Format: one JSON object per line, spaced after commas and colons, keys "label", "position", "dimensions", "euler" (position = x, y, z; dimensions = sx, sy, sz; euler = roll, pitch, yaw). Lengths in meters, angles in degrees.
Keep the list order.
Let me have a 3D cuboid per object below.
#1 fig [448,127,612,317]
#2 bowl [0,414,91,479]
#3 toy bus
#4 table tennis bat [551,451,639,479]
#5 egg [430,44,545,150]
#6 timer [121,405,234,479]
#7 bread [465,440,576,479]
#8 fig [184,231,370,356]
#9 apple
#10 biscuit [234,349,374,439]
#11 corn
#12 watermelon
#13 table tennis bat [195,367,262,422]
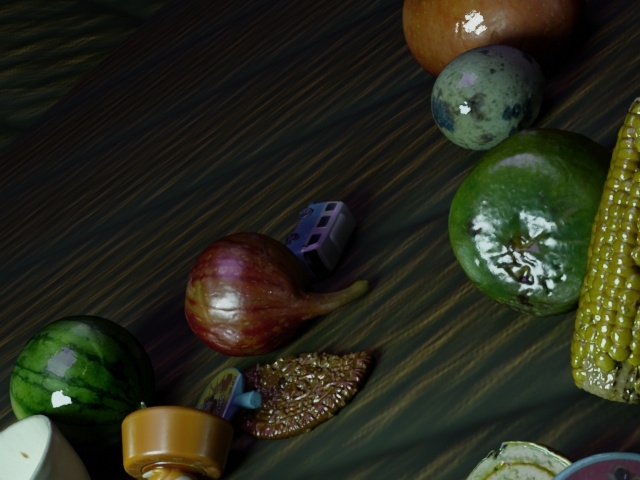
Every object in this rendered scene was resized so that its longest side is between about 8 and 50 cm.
{"label": "fig", "position": [0.259, -0.025, 1.134], "dimensions": [0.203, 0.203, 0.235], "euler": [-19, -4, 26]}
{"label": "bowl", "position": [-0.370, 0.354, 1.186], "dimensions": [0.277, 0.145, 0.277], "euler": [-34, 23, 17]}
{"label": "toy bus", "position": [0.000, 0.000, 1.434], "dimensions": [0.075, 0.060, 0.123], "euler": [-9, 35, 33]}
{"label": "table tennis bat", "position": [0.216, 0.277, 0.785], "dimensions": [0.153, 0.040, 0.244], "euler": [28, 72, 27]}
{"label": "egg", "position": [0.236, -0.200, 1.405], "dimensions": [0.182, 0.141, 0.141], "euler": [-31, 24, -31]}
{"label": "timer", "position": [-0.169, 0.282, 1.155], "dimensions": [0.132, 0.132, 0.152], "euler": [-18, 54, 29]}
{"label": "bread", "position": [0.169, 0.250, 0.873], "dimensions": [0.156, 0.064, 0.117], "euler": [-45, 43, -6]}
{"label": "fig", "position": [-0.067, 0.074, 1.309], "dimensions": [0.207, 0.175, 0.175], "euler": [13, 52, 30]}
{"label": "apple", "position": [0.261, -0.360, 1.548], "dimensions": [0.272, 0.206, 0.251], "euler": [-6, 37, 43]}
{"label": "biscuit", "position": [-0.035, 0.187, 1.227], "dimensions": [0.206, 0.025, 0.126], "euler": [-15, 35, 33]}
{"label": "corn", "position": [0.313, -0.006, 0.954], "dimensions": [0.119, 0.119, 0.322], "euler": [23, 98, 57]}
{"label": "watermelon", "position": [-0.301, 0.197, 1.335], "dimensions": [0.215, 0.188, 0.188], "euler": [15, 49, 16]}
{"label": "table tennis bat", "position": [-0.117, 0.203, 1.255], "dimensions": [0.155, 0.019, 0.100], "euler": [-18, 44, 56]}
